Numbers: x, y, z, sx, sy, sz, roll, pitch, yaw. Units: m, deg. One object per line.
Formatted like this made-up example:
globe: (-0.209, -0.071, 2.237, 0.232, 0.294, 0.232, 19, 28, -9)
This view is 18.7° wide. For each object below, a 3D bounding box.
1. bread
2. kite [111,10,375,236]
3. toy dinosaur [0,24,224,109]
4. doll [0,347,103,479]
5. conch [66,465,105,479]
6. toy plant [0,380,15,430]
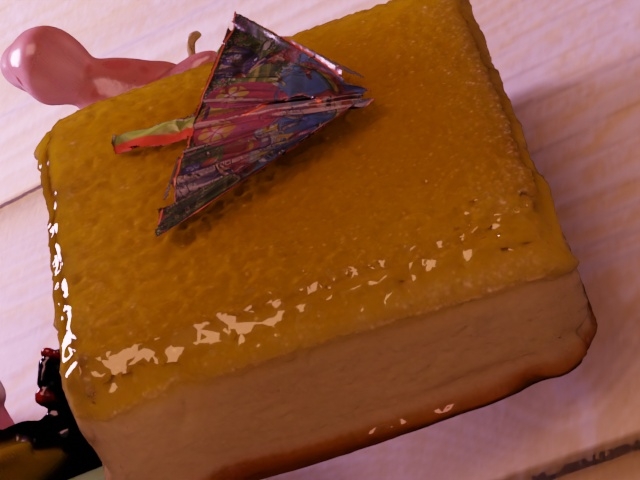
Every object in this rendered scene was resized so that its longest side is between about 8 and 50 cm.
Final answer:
bread: (-0.015, -0.002, 1.271, 0.333, 0.143, 0.323, -18, 39, 5)
kite: (-0.050, -0.084, 1.262, 0.183, 0.014, 0.241, -11, 39, 16)
toy dinosaur: (-0.142, -0.128, 1.565, 0.194, 0.177, 0.152, 9, 66, 47)
doll: (-0.191, 0.159, 1.375, 0.249, 0.088, 0.127, -40, 74, -22)
conch: (-0.167, 0.231, 1.280, 0.251, 0.137, 0.143, -22, -3, 4)
toy plant: (-0.395, 0.098, 1.468, 0.210, 0.356, 0.317, -38, 40, 10)
